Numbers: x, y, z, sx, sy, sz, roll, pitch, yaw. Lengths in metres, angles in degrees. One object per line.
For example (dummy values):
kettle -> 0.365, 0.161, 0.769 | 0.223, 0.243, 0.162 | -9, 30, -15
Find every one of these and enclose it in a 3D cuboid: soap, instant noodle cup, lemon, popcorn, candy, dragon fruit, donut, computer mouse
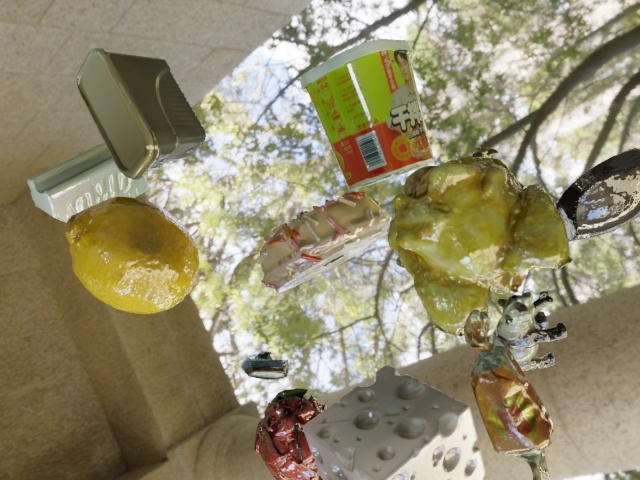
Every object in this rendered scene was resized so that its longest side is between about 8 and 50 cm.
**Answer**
soap -> -0.610, -0.147, 1.538 | 0.095, 0.172, 0.290 | 36, -129, 20
instant noodle cup -> 0.131, -0.302, 1.442 | 0.294, 0.294, 0.307 | -20, -87, -54
lemon -> -0.335, 0.027, 1.046 | 0.260, 0.204, 0.204 | 33, -136, -25
popcorn -> 0.290, -0.020, 1.026 | 0.321, 0.326, 0.289 | -26, -78, -20
candy -> 0.166, 0.145, 0.492 | 0.053, 0.046, 0.181 | -29, -82, -40
dragon fruit -> -0.048, 0.525, 1.450 | 0.234, 0.234, 0.293 | 1, -127, -50
donut -> 0.000, 0.000, 1.509 | 0.383, 0.383, 0.142 | -18, -103, -54
computer mouse -> 0.514, -0.057, 1.015 | 0.087, 0.168, 0.295 | 62, -169, 26

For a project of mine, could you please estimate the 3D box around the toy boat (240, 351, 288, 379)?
toy boat -> -0.129, 0.298, 1.381 | 0.137, 0.060, 0.060 | 13, -138, -38

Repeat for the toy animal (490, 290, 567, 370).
toy animal -> 0.380, 0.168, 1.074 | 0.225, 0.121, 0.093 | 71, -173, -55

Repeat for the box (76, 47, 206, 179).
box -> -0.372, -0.274, 1.227 | 0.178, 0.138, 0.274 | -19, -104, -51

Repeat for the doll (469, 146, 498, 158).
doll -> 0.486, -0.262, 1.727 | 0.113, 0.078, 0.076 | 60, -160, -65

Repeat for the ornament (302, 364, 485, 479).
ornament -> 0.151, 0.438, 1.140 | 0.240, 0.239, 0.239 | -29, -64, -28
